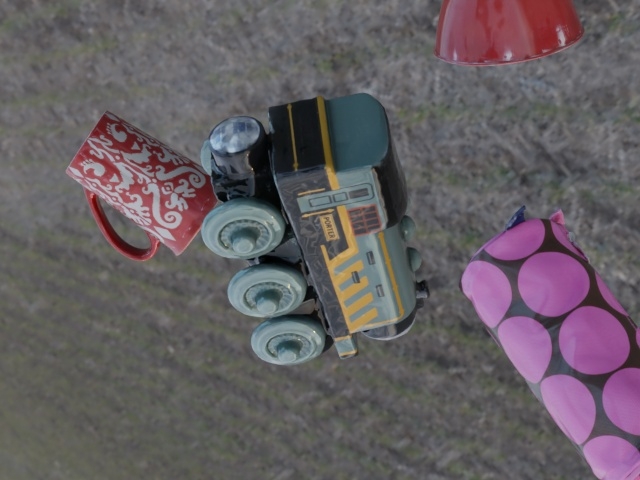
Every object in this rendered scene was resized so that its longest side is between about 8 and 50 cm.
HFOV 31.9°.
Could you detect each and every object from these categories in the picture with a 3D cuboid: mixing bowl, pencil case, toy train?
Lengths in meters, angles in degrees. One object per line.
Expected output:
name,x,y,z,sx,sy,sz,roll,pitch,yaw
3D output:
mixing bowl,0.217,-0.284,1.331,0.181,0.181,0.098,22,131,50
pencil case,0.193,0.078,0.822,0.209,0.098,0.095,57,171,24
toy train,0.000,0.000,1.098,0.334,0.190,0.142,71,-170,-48

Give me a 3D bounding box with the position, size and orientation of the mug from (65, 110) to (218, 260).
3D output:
mug,-0.223,-0.059,1.360,0.169,0.150,0.113,34,178,-12
